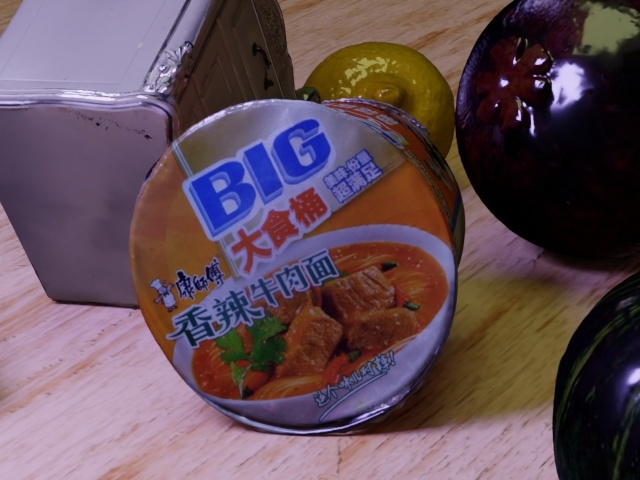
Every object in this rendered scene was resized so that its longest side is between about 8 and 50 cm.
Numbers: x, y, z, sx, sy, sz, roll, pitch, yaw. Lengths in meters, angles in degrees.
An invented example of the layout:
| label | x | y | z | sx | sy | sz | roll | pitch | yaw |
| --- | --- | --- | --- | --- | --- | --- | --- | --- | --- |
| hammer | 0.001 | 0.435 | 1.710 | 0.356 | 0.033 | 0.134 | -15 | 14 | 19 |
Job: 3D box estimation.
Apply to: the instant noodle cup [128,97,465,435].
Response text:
| label | x | y | z | sx | sy | sz | roll | pitch | yaw |
| --- | --- | --- | --- | --- | --- | --- | --- | --- | --- |
| instant noodle cup | 0.000 | 0.000 | 1.592 | 0.296 | 0.296 | 0.214 | 0 | 14 | 15 |

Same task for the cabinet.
| label | x | y | z | sx | sy | sz | roll | pitch | yaw |
| --- | --- | --- | --- | --- | --- | --- | --- | --- | --- |
| cabinet | -0.163 | -0.140 | 1.818 | 0.227 | 0.290 | 0.318 | 3 | 47 | 21 |

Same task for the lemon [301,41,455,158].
| label | x | y | z | sx | sy | sz | roll | pitch | yaw |
| --- | --- | --- | --- | --- | --- | --- | --- | --- | --- |
| lemon | 0.061 | -0.136 | 2.055 | 0.187 | 0.187 | 0.244 | -6 | -11 | -3 |

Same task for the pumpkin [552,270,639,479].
| label | x | y | z | sx | sy | sz | roll | pitch | yaw |
| --- | --- | --- | --- | --- | --- | --- | --- | --- | --- |
| pumpkin | 0.315 | 0.131 | 1.200 | 0.323 | 0.241 | 0.323 | -6 | 23 | 2 |

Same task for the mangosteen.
| label | x | y | z | sx | sy | sz | roll | pitch | yaw |
| --- | --- | --- | --- | --- | --- | --- | --- | --- | --- |
| mangosteen | 0.309 | -0.120 | 1.840 | 0.347 | 0.307 | 0.307 | 16 | 5 | -37 |
